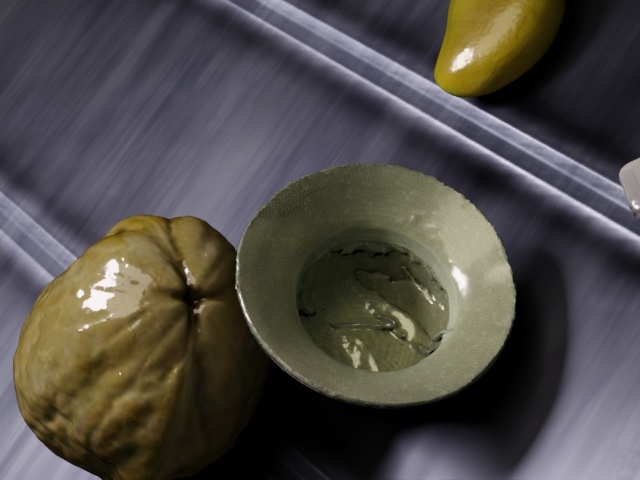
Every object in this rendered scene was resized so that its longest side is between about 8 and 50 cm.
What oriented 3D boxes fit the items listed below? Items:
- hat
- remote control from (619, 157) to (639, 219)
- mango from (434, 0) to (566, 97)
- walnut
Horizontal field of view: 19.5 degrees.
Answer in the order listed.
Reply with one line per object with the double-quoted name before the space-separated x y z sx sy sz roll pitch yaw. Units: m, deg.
"hat" 0.044 0.067 1.688 0.257 0.130 0.257 4 56 -6
"remote control" 0.395 -0.089 1.664 0.261 0.029 0.067 -24 44 15
"mango" 0.189 -0.228 1.894 0.122 0.085 0.191 3 66 26
"walnut" -0.160 0.109 1.712 0.283 0.227 0.283 -179 90 -67
